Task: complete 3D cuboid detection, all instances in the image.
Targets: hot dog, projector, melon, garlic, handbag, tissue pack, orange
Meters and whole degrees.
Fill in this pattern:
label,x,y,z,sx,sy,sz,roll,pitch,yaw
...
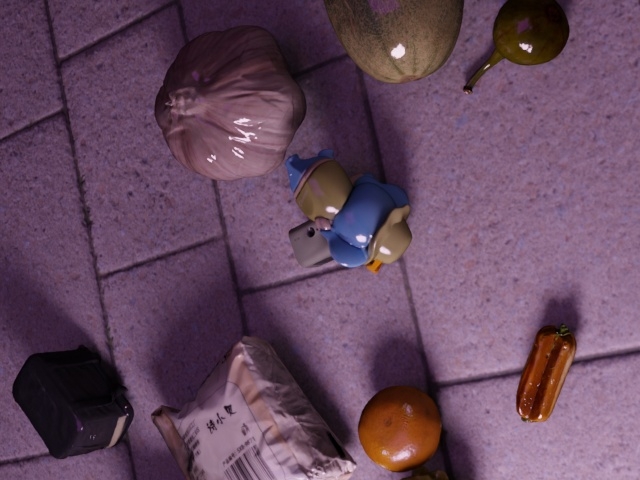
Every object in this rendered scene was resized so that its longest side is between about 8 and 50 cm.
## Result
label,x,y,z,sx,sy,sz,roll,pitch,yaw
hot dog,0.382,0.223,1.660,0.072,0.055,0.188,24,104,28
projector,0.000,0.000,1.891,0.082,0.083,0.083,-26,78,31
melon,0.127,-0.437,1.704,0.249,0.249,0.329,-12,92,33
garlic,-0.186,-0.253,1.906,0.318,0.259,0.317,-3,85,32
handbag,-0.554,0.367,2.211,0.254,0.181,0.181,45,115,27
tissue pack,-0.153,0.420,1.940,0.375,0.195,0.390,-45,68,30
orange,0.146,0.341,1.779,0.156,0.124,0.156,-10,68,26

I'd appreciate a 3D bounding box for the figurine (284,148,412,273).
label,x,y,z,sx,sy,sz,roll,pitch,yaw
figurine,0.059,-0.067,1.794,0.154,0.180,0.262,-43,77,34

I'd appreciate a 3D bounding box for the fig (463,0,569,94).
label,x,y,z,sx,sy,sz,roll,pitch,yaw
fig,0.323,-0.324,1.674,0.236,0.124,0.124,-45,66,52

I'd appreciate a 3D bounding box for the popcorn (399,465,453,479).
label,x,y,z,sx,sy,sz,roll,pitch,yaw
popcorn,0.185,0.505,1.728,0.167,0.186,0.187,15,109,50
